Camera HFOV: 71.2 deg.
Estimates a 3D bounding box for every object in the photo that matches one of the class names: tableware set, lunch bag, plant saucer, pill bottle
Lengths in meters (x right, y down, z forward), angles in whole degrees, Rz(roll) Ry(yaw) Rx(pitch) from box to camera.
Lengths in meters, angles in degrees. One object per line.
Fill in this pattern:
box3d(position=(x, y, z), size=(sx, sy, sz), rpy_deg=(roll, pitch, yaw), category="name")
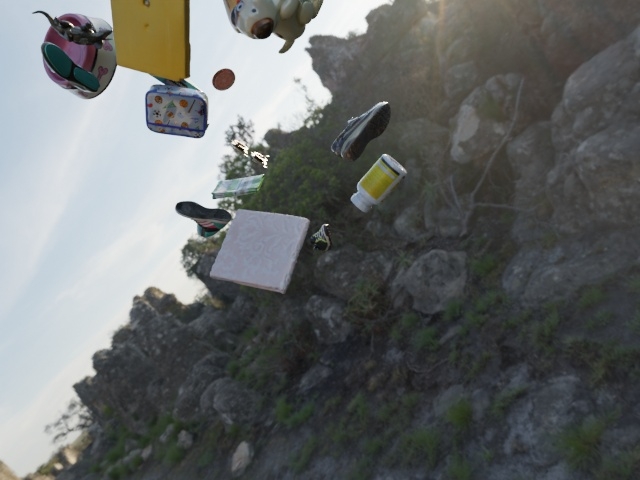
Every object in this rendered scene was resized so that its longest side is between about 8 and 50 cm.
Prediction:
box3d(position=(-0.328, -0.420, 2.103), size=(0.039, 0.194, 0.128), rpy_deg=(-53, 28, 16), category="tableware set")
box3d(position=(-0.689, -0.617, 2.173), size=(0.115, 0.303, 0.243), rpy_deg=(-96, 17, -52), category="lunch bag")
box3d(position=(-0.321, -0.534, 1.487), size=(0.083, 0.083, 0.013), rpy_deg=(-47, -22, -2), category="plant saucer")
box3d(position=(0.185, -0.181, 1.451), size=(0.184, 0.103, 0.103), rpy_deg=(-48, 4, 20), category="pill bottle")

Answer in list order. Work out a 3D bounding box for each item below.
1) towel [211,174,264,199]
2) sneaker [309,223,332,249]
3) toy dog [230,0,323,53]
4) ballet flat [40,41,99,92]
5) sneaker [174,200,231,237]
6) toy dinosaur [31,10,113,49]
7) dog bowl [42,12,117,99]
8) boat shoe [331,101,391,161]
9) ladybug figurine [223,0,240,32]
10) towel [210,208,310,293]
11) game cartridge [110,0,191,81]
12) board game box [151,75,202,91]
box3d(position=(-0.256, -0.172, 1.388), size=(0.152, 0.023, 0.113), rpy_deg=(-8, 33, 10), category="towel")
box3d(position=(0.000, 0.000, 2.055), size=(0.097, 0.084, 0.235), rpy_deg=(-7, -23, -2), category="sneaker")
box3d(position=(-0.246, -1.108, 2.168), size=(0.408, 0.284, 0.395), rpy_deg=(-36, -17, -44), category="toy dog")
box3d(position=(-0.728, -0.486, 1.276), size=(0.213, 0.068, 0.072), rpy_deg=(37, -122, -73), category="ballet flat")
box3d(position=(-0.639, -0.106, 2.356), size=(0.178, 0.295, 0.124), rpy_deg=(-47, 42, 40), category="sneaker")
box3d(position=(-1.087, -0.913, 1.971), size=(0.160, 0.313, 0.121), rpy_deg=(-163, 76, -64), category="toy dinosaur")
box3d(position=(-1.198, -0.920, 2.204), size=(0.408, 0.408, 0.150), rpy_deg=(-45, -18, 20), category="dog bowl")
box3d(position=(0.176, -0.498, 1.967), size=(0.355, 0.130, 0.132), rpy_deg=(-47, -36, -23), category="boat shoe")
box3d(position=(-0.439, -1.320, 2.345), size=(0.162, 0.449, 0.305), rpy_deg=(-12, 48, -1), category="ladybug figurine")
box3d(position=(-0.232, 0.033, 1.741), size=(0.053, 0.317, 0.332), rpy_deg=(76, -153, -55), category="towel")
box3d(position=(-0.588, -0.744, 1.555), size=(0.053, 0.285, 0.324), rpy_deg=(-64, -11, -53), category="game cartridge")
box3d(position=(-0.778, -0.842, 2.207), size=(0.079, 0.254, 0.336), rpy_deg=(-50, -28, 10), category="board game box")
